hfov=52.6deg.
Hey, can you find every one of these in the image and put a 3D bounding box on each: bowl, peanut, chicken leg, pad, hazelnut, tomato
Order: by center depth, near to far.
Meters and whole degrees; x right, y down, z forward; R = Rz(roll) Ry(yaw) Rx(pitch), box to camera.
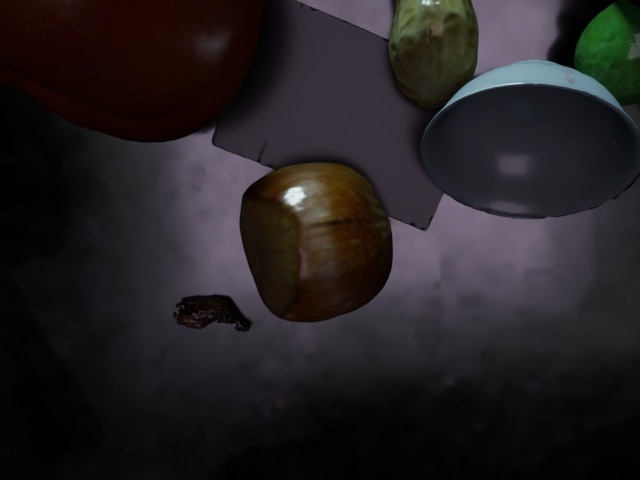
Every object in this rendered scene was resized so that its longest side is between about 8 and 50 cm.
[{"bbox_3d":[-0.187,-0.218,0.515,0.298,0.298,0.226,25,85,-2],"label":"tomato"},{"bbox_3d":[0.101,-0.217,0.583,0.089,0.089,0.193,-4,98,5],"label":"peanut"},{"bbox_3d":[0.191,-0.104,0.587,0.188,0.189,0.086,14,62,1],"label":"bowl"},{"bbox_3d":[0.000,0.000,0.613,0.150,0.150,0.151,1,102,4],"label":"hazelnut"},{"bbox_3d":[0.028,-0.126,0.650,0.242,0.004,0.164,23,102,-2],"label":"pad"},{"bbox_3d":[-0.116,0.078,0.694,0.083,0.021,0.036,5,92,-2],"label":"chicken leg"}]

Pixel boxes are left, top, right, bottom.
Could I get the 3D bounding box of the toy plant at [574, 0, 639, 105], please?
[{"bbox_3d":[0.340,-0.190,0.545,0.217,0.175,0.235,12,130,8],"label":"toy plant"}]
